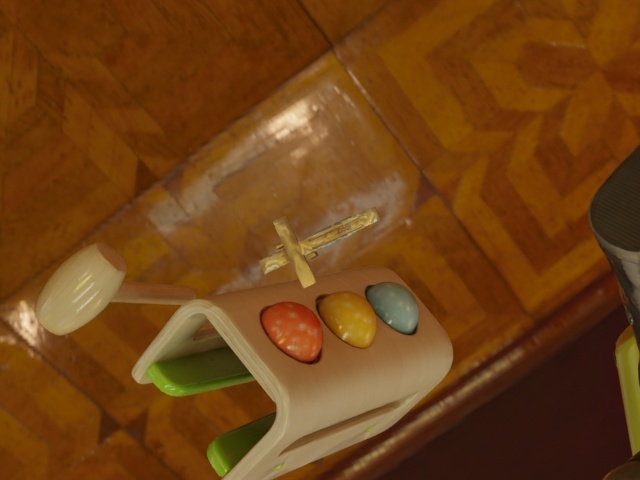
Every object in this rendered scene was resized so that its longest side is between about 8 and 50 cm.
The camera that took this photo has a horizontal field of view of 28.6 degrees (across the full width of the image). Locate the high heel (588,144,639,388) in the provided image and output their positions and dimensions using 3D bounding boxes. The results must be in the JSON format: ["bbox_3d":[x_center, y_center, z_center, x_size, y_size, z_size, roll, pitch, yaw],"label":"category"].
[{"bbox_3d":[0.216,-0.029,0.470,0.261,0.093,0.186,-39,137,-5],"label":"high heel"}]

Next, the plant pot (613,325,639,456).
[{"bbox_3d":[0.437,0.177,1.368,0.207,0.228,0.227,-9,89,13],"label":"plant pot"}]

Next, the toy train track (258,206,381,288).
[{"bbox_3d":[0.000,0.000,0.812,0.083,0.014,0.048,-25,86,8],"label":"toy train track"}]

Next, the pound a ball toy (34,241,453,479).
[{"bbox_3d":[-0.042,0.068,1.017,0.136,0.208,0.319,-49,159,25],"label":"pound a ball toy"}]

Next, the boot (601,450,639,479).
[{"bbox_3d":[0.194,0.264,0.952,0.161,0.083,0.247,-23,134,-22],"label":"boot"}]
